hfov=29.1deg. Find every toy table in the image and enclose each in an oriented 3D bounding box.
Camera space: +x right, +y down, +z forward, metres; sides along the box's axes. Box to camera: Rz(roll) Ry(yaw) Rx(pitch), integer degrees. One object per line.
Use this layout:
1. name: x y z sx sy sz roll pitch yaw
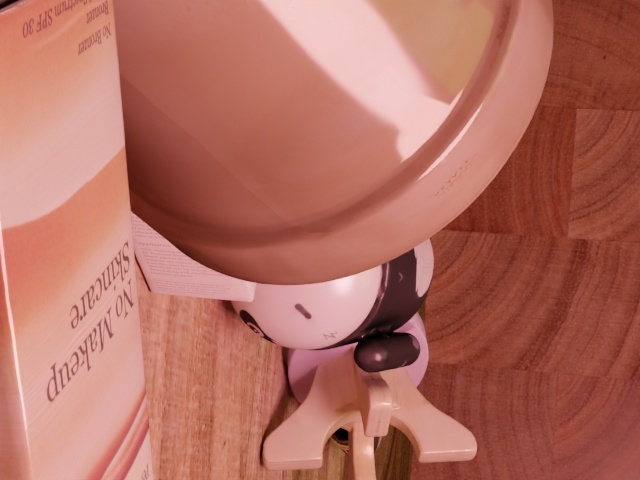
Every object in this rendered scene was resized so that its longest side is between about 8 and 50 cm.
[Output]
1. toy table: 0.054 0.200 1.503 0.274 0.252 0.160 76 6 -53

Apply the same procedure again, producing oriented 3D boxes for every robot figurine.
1. robot figurine: 0.012 0.028 1.296 0.278 0.209 0.173 -2 106 -65

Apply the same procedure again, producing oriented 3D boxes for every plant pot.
1. plant pot: -0.057 -0.167 0.722 0.280 0.323 0.323 38 55 -57

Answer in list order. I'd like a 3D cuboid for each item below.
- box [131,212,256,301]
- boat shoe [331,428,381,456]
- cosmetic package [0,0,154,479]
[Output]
1. box: -0.097 -0.051 0.985 0.170 0.091 0.130 78 20 -54
2. boat shoe: 0.036 0.263 1.801 0.227 0.081 0.068 72 27 -45
3. cosmetic package: -0.167 0.026 0.572 0.153 0.129 0.296 -66 158 -63
